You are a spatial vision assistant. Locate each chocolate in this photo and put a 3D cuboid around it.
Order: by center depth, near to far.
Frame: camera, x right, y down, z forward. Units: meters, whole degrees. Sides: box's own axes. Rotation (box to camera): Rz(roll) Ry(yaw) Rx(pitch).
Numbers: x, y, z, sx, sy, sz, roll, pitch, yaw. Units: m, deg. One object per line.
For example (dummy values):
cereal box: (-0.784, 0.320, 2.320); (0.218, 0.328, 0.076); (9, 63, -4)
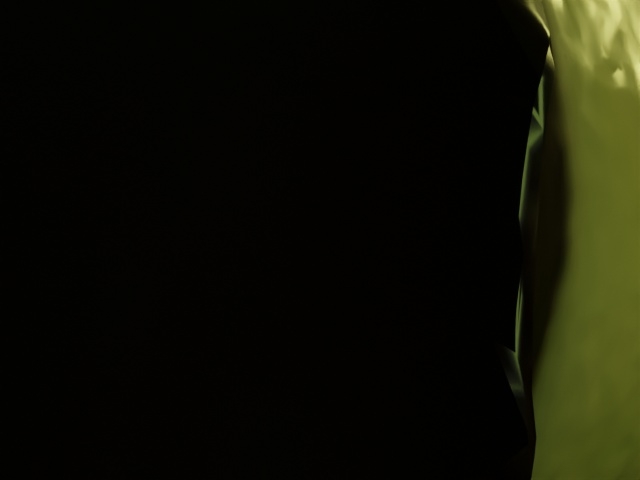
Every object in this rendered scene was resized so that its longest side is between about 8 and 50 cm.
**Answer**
chocolate: (0.000, 0.000, 0.561); (0.297, 0.326, 0.314); (9, 133, -45)
